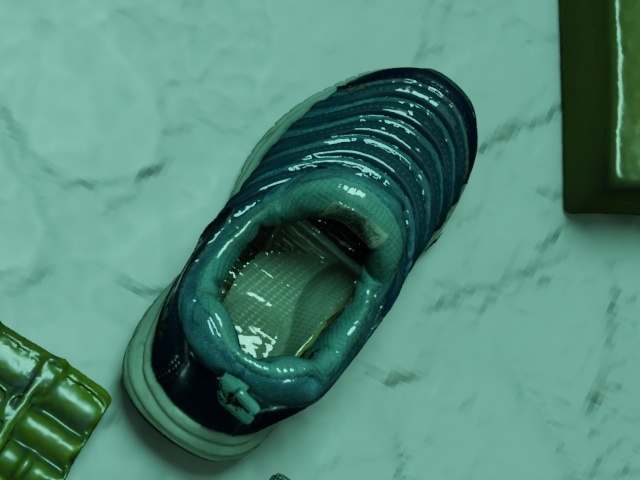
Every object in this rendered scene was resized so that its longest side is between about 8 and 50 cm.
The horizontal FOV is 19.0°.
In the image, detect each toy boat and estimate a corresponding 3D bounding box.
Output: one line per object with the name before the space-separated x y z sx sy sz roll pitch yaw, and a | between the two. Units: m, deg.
toy boat | -0.123 0.039 0.553 0.115 0.016 0.063 34 72 -8

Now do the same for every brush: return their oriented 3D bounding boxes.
brush | 0.131 -0.123 0.645 0.103 0.047 0.233 2 78 -16

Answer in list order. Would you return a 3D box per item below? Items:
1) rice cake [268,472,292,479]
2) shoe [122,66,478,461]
rice cake | -0.001 0.172 0.556 0.033 0.033 0.207 -1 79 -7
shoe | 0.000 0.000 0.569 0.064 0.071 0.143 42 67 -6
